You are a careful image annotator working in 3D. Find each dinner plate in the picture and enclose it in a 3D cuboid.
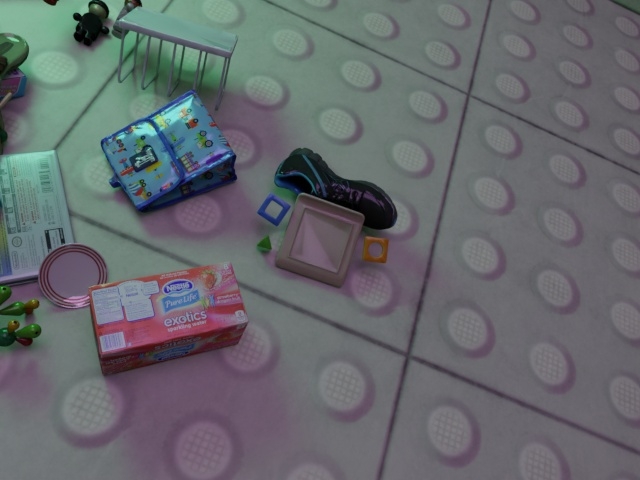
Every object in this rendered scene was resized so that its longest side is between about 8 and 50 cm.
[{"bbox_3d":[-0.534,0.076,1.246,0.141,0.017,0.141,0,91,-24],"label":"dinner plate"}]

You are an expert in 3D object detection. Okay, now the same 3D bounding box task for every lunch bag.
[{"bbox_3d":[-0.390,-0.205,1.440,0.293,0.138,0.221,-29,74,-17],"label":"lunch bag"}]

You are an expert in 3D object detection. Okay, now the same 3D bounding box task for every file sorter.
[{"bbox_3d":[-0.381,-0.482,1.531,0.277,0.173,0.193,14,29,-10],"label":"file sorter"}]

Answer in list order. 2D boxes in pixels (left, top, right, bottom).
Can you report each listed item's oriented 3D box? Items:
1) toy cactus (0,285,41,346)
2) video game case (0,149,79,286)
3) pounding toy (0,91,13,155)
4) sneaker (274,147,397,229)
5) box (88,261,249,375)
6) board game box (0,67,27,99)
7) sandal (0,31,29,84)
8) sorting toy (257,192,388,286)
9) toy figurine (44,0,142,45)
[{"bbox_3d":[-0.671,0.171,1.140,0.219,0.112,0.181,26,76,-9],"label":"toy cactus"},{"bbox_3d":[-0.720,-0.047,1.274,0.299,0.036,0.329,-11,66,-23],"label":"video game case"},{"bbox_3d":[-0.790,-0.266,1.337,0.141,0.100,0.130,-3,62,-20],"label":"pounding toy"},{"bbox_3d":[0.035,-0.110,1.501,0.340,0.125,0.140,29,40,10],"label":"sneaker"},{"bbox_3d":[-0.323,0.162,1.220,0.299,0.142,0.154,-11,65,-24],"label":"box"},{"bbox_3d":[-0.912,-0.418,1.354,0.242,0.064,0.316,47,41,11],"label":"board game box"},{"bbox_3d":[-0.780,-0.423,1.333,0.120,0.086,0.303,21,43,-17],"label":"sandal"},{"bbox_3d":[0.000,0.000,1.451,0.347,0.047,0.196,19,87,-7],"label":"sorting toy"},{"bbox_3d":[-0.603,-0.651,1.541,0.209,0.213,0.148,0,59,23],"label":"toy figurine"}]
